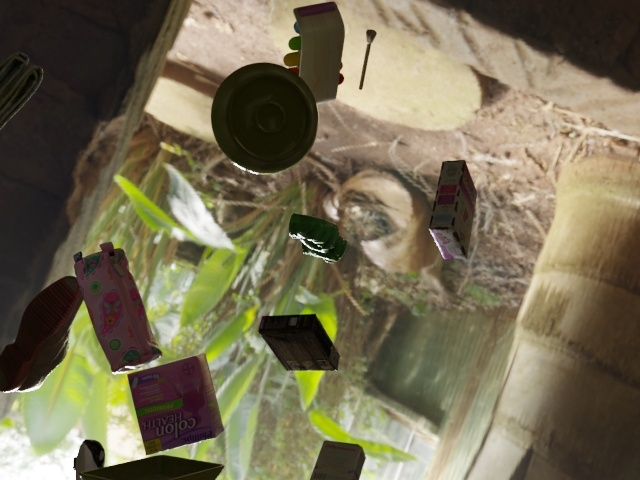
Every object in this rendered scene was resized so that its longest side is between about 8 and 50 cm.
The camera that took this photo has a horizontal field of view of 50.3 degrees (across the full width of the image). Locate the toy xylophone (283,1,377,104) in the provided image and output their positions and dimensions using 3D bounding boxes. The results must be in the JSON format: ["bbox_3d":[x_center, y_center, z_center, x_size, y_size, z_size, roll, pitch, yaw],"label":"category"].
[{"bbox_3d":[0.012,-0.470,1.791,0.236,0.081,0.322,-10,146,-23],"label":"toy xylophone"}]

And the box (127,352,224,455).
[{"bbox_3d":[-0.423,0.476,2.002,0.214,0.242,0.117,-15,175,3],"label":"box"}]

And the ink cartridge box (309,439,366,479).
[{"bbox_3d":[0.034,0.480,1.403,0.089,0.122,0.052,1,133,25],"label":"ink cartridge box"}]

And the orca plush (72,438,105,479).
[{"bbox_3d":[-0.613,0.681,1.882,0.102,0.287,0.151,0,177,-37],"label":"orca plush"}]

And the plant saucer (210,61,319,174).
[{"bbox_3d":[-0.112,-0.261,1.461,0.241,0.240,0.037,25,177,-19],"label":"plant saucer"}]

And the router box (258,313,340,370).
[{"bbox_3d":[-0.045,0.235,1.550,0.133,0.046,0.179,-5,138,21],"label":"router box"}]

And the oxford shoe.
[{"bbox_3d":[-0.704,0.242,1.772,0.123,0.348,0.130,41,-173,31],"label":"oxford shoe"}]

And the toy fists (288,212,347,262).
[{"bbox_3d":[0.000,0.000,2.171,0.142,0.096,0.279,8,161,18],"label":"toy fists"}]

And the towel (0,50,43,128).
[{"bbox_3d":[-0.745,-0.246,1.441,0.090,0.320,0.374,47,158,-29],"label":"towel"}]

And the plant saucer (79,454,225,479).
[{"bbox_3d":[-0.300,0.433,1.225,0.188,0.045,0.188,-6,173,38],"label":"plant saucer"}]

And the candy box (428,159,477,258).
[{"bbox_3d":[0.373,-0.085,1.902,0.071,0.233,0.159,-2,145,28],"label":"candy box"}]

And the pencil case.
[{"bbox_3d":[-0.453,0.151,1.524,0.124,0.284,0.124,-21,169,-4],"label":"pencil case"}]
